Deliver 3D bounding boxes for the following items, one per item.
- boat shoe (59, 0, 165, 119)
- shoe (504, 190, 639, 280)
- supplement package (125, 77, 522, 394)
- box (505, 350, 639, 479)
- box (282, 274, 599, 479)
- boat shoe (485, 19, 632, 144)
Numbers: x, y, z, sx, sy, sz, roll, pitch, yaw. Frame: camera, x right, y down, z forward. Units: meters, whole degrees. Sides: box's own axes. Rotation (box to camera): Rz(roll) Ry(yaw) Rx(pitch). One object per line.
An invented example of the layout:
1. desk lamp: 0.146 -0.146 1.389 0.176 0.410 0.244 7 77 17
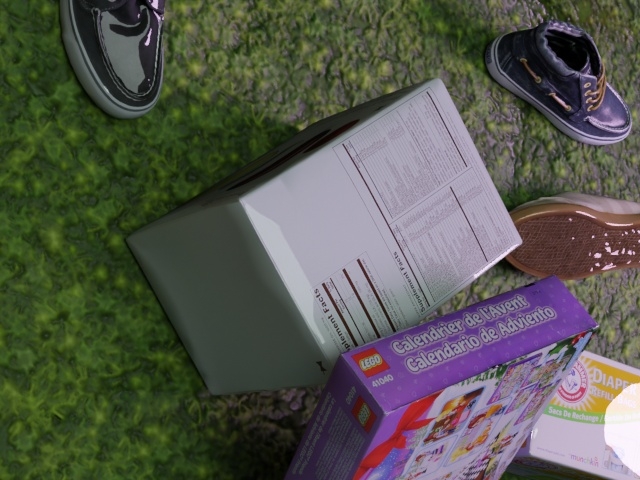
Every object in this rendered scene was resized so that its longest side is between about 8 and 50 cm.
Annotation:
1. boat shoe: -0.152 -0.211 1.028 0.080 0.076 0.229 -1 83 -33
2. shoe: 0.251 -0.006 1.278 0.219 0.058 0.077 2 113 -29
3. supplement package: 0.000 0.000 1.024 0.203 0.194 0.149 -34 101 -33
4. box: 0.232 0.164 1.199 0.203 0.114 0.103 20 72 -28
5. box: 0.066 0.163 1.001 0.201 0.293 0.057 -17 56 -34
6. boat shoe: 0.249 -0.147 1.274 0.183 0.083 0.065 25 70 -28
